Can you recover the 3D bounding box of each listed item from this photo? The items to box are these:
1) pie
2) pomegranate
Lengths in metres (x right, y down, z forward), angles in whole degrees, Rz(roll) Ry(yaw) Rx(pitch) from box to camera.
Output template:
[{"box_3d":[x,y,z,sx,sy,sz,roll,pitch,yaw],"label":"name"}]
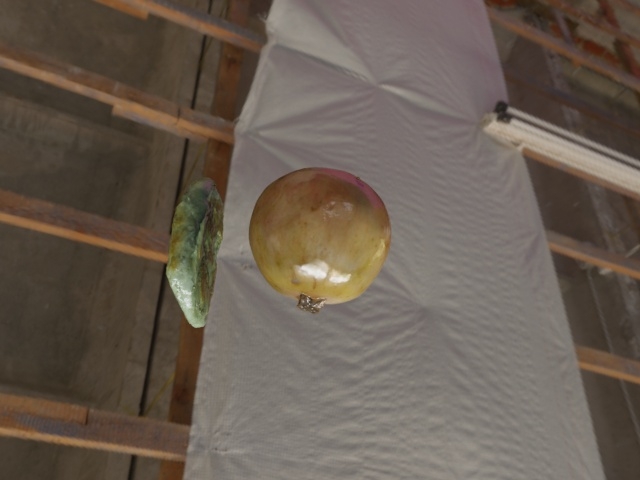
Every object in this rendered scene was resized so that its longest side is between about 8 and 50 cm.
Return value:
[{"box_3d":[-0.187,0.022,1.003,0.054,0.240,0.240,6,-128,-1],"label":"pie"},{"box_3d":[-0.001,-0.004,0.863,0.191,0.191,0.191,17,-130,-22],"label":"pomegranate"}]
